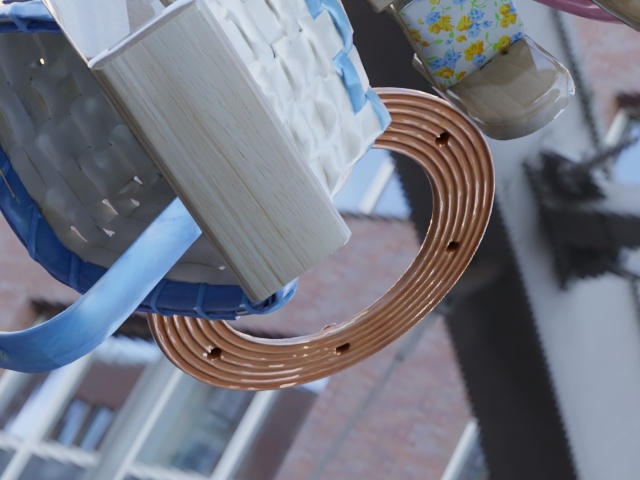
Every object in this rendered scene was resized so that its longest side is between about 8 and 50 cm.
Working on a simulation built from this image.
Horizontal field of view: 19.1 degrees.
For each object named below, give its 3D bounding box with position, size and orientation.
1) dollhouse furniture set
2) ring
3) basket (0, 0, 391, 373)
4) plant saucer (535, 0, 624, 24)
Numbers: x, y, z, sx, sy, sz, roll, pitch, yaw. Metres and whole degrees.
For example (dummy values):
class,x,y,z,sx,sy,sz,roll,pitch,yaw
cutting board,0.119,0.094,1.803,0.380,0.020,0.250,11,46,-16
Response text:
class,x,y,z,sx,sy,sz,roll,pitch,yaw
dollhouse furniture set,0.025,-0.116,0.699,0.212,0.242,0.161,57,-3,-32
ring,0.000,0.000,1.662,0.032,0.336,0.336,54,-6,39
basket,-0.127,-0.035,1.024,0.255,0.289,0.201,1,-48,44
plant saucer,0.081,-0.251,1.130,0.332,0.084,0.332,32,-3,2
